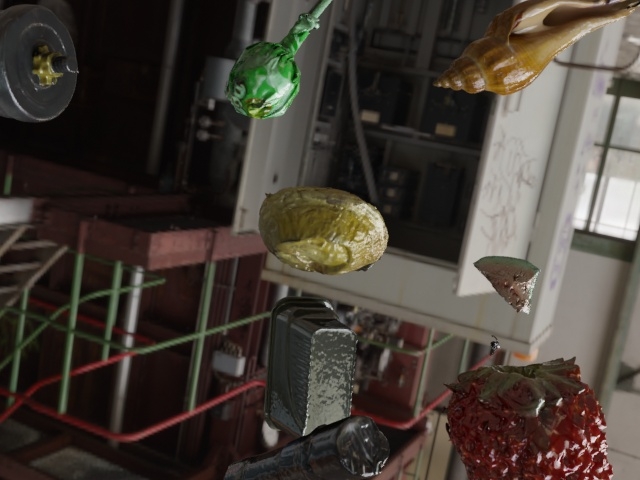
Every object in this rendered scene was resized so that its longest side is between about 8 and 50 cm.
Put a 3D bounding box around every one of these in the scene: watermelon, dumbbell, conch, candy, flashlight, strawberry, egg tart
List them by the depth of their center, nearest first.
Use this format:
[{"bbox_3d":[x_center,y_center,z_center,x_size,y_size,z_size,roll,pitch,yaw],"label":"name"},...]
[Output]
[{"bbox_3d":[-0.014,-0.292,1.023,0.097,0.323,0.097,30,161,11],"label":"candy"},{"bbox_3d":[0.299,-0.281,1.075,0.330,0.109,0.093,-27,-166,-12],"label":"conch"},{"bbox_3d":[-0.562,-0.285,1.255,0.388,0.185,0.185,5,-173,19],"label":"dumbbell"},{"bbox_3d":[-0.044,0.381,1.300,0.103,0.103,0.424,4,155,-34],"label":"flashlight"},{"bbox_3d":[0.358,0.385,1.369,0.292,0.344,0.292,-3,180,0],"label":"strawberry"},{"bbox_3d":[0.000,0.000,1.394,0.252,0.098,0.232,24,141,-15],"label":"egg tart"},{"bbox_3d":[0.391,0.079,1.608,0.155,0.101,0.080,38,-155,11],"label":"watermelon"}]

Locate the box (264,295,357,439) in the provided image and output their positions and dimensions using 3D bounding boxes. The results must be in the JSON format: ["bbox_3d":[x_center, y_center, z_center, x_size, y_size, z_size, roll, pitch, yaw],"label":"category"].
[{"bbox_3d":[-0.012,0.253,1.493,0.138,0.274,0.178,2,-175,-25],"label":"box"}]

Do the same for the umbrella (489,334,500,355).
[{"bbox_3d":[0.373,0.233,1.666,0.022,0.022,0.149,46,171,25],"label":"umbrella"}]
